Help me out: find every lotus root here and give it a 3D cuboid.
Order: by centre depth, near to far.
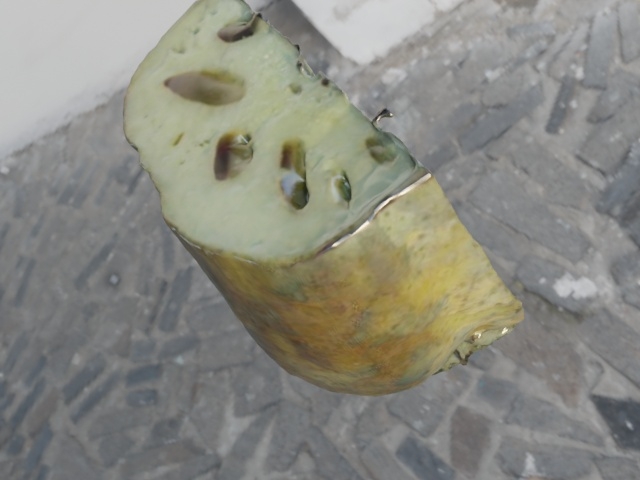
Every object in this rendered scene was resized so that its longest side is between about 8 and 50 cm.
[{"bbox_3d":[0.000,0.000,0.706,0.149,0.260,0.267,-38,47,-2],"label":"lotus root"}]
